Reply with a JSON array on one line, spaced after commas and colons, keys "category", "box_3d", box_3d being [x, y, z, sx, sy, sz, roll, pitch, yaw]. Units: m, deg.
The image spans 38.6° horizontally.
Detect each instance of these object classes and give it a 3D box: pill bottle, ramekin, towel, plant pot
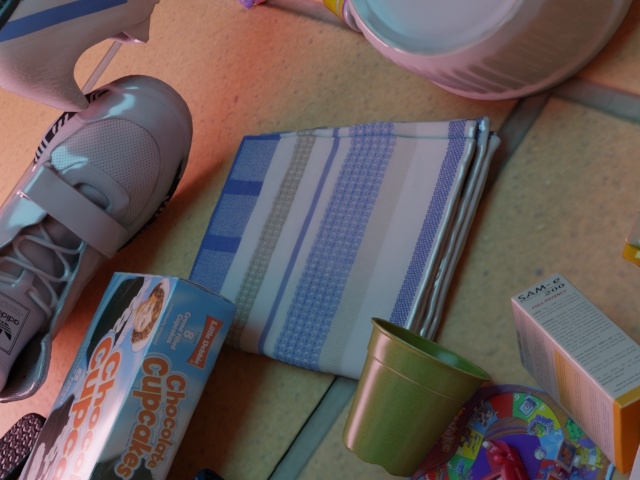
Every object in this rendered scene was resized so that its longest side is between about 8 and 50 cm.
[{"category": "pill bottle", "box_3d": [0.027, -0.229, 0.855, 0.043, 0.043, 0.083, -48, 41, 8]}, {"category": "ramekin", "box_3d": [0.109, -0.206, 0.646, 0.207, 0.109, 0.207, 3, 94, 38]}, {"category": "towel", "box_3d": [0.000, 0.000, 0.737, 0.285, 0.034, 0.209, 5, 70, 47]}, {"category": "plant pot", "box_3d": [0.052, 0.102, 0.574, 0.083, 0.083, 0.079, 31, 96, 49]}]

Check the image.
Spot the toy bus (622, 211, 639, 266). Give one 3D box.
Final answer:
[{"category": "toy bus", "box_3d": [0.254, 0.002, 0.430, 0.191, 0.104, 0.202, -28, 70, 37]}]

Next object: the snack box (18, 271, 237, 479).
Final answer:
[{"category": "snack box", "box_3d": [-0.183, 0.182, 0.724, 0.187, 0.060, 0.322, -2, 63, 62]}]

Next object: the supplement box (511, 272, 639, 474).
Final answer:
[{"category": "supplement box", "box_3d": [0.152, 0.072, 0.514, 0.036, 0.062, 0.098, -27, 41, -10]}]

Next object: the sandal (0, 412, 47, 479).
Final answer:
[{"category": "sandal", "box_3d": [-0.322, 0.246, 0.880, 0.179, 0.040, 0.067, -46, 45, -12]}]

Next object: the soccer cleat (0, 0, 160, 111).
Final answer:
[{"category": "soccer cleat", "box_3d": [-0.190, -0.269, 0.835, 0.331, 0.143, 0.116, -57, 34, -6]}]

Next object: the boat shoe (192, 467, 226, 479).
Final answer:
[{"category": "boat shoe", "box_3d": [-0.036, 0.213, 0.572, 0.258, 0.109, 0.089, 17, 75, 46]}]

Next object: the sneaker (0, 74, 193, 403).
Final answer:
[{"category": "sneaker", "box_3d": [-0.252, 0.017, 0.851, 0.366, 0.137, 0.210, -44, 23, 20]}]

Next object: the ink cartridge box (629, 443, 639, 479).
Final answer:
[{"category": "ink cartridge box", "box_3d": [0.195, 0.158, 0.419, 0.109, 0.062, 0.209, 7, 69, 47]}]

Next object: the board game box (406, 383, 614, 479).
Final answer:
[{"category": "board game box", "box_3d": [0.091, 0.160, 0.540, 0.133, 0.033, 0.169, 9, 70, 46]}]

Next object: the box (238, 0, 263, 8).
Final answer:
[{"category": "box", "box_3d": [-0.006, -0.439, 0.926, 0.290, 0.177, 0.279, -14, 55, 37]}]
